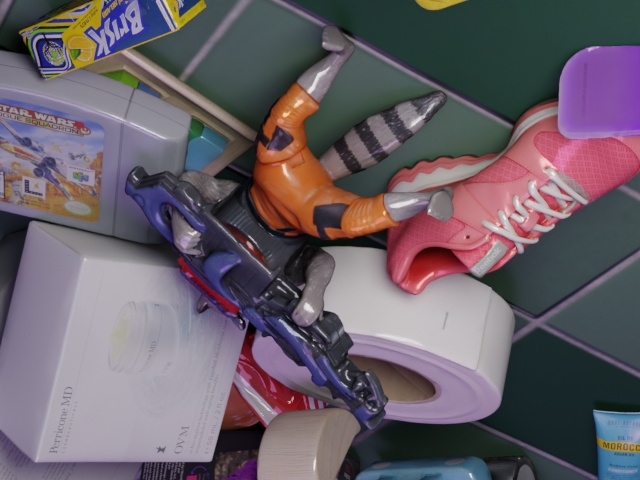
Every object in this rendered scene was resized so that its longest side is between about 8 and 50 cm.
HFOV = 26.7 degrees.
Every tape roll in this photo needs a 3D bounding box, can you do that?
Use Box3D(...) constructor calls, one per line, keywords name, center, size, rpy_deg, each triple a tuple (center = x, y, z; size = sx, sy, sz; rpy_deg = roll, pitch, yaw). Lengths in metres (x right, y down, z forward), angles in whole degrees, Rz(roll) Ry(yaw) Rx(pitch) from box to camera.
Box3D(name="tape roll", center=(0.071, 0.111, 1.503), size=(0.286, 0.100, 0.286), rpy_deg=(12, 156, 5))

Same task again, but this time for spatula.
Box3D(name="spatula", center=(0.357, -0.126, 1.168), size=(0.296, 0.084, 0.030), rpy_deg=(2, 171, 5))

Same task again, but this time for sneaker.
Box3D(name="sneaker", center=(-0.066, 0.130, 1.662), size=(0.128, 0.087, 0.221), rpy_deg=(-38, 104, -1))
Box3D(name="sneaker", center=(0.186, -0.027, 1.290), size=(0.116, 0.136, 0.314), rpy_deg=(36, 139, -29))

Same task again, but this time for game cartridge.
Box3D(name="game cartridge", center=(-0.284, -0.099, 1.364), size=(0.297, 0.062, 0.198), rpy_deg=(13, 145, -2))

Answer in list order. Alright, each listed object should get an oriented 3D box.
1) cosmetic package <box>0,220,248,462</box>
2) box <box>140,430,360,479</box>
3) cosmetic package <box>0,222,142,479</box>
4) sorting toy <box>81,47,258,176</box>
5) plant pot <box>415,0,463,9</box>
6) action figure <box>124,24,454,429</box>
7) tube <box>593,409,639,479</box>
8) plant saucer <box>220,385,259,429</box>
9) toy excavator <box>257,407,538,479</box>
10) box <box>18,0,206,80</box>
Box3D(name="cosmetic package", center=(-0.213, 0.113, 1.458), size=(0.225, 0.224, 0.138), rpy_deg=(7, -168, -38))
Box3D(name="box", center=(-0.099, 0.349, 1.871), size=(0.270, 0.143, 0.165), rpy_deg=(-1, 158, 20))
Box3D(name="cosmetic package", center=(-0.337, 0.212, 1.557), size=(0.097, 0.377, 0.284), rpy_deg=(-15, 126, 39))
Box3D(name="sorting toy", center=(-0.192, -0.109, 1.393), size=(0.193, 0.038, 0.208), rpy_deg=(33, 141, -24))
Box3D(name="plant pot", center=(0.109, -0.286, 0.919), size=(0.212, 0.187, 0.212), rpy_deg=(-14, 135, 33))
Box3D(name="action figure", center=(0.000, 0.000, 1.313), size=(0.341, 0.178, 0.330), rpy_deg=(50, 130, -4))
Box3D(name="tube", center=(0.385, 0.278, 1.721), size=(0.080, 0.052, 0.207), rpy_deg=(-2, 136, 7))
Box3D(name="plant saucer", center=(-0.164, 0.186, 1.789), size=(0.200, 0.037, 0.200), rpy_deg=(10, 144, 7))
Box3D(name="toy excavator", center=(0.103, 0.376, 1.686), size=(0.222, 0.445, 0.433), rpy_deg=(-8, 97, 28))
Box3D(name="box", center=(-0.191, -0.202, 1.236), size=(0.169, 0.059, 0.054), rpy_deg=(-15, 113, 34))
